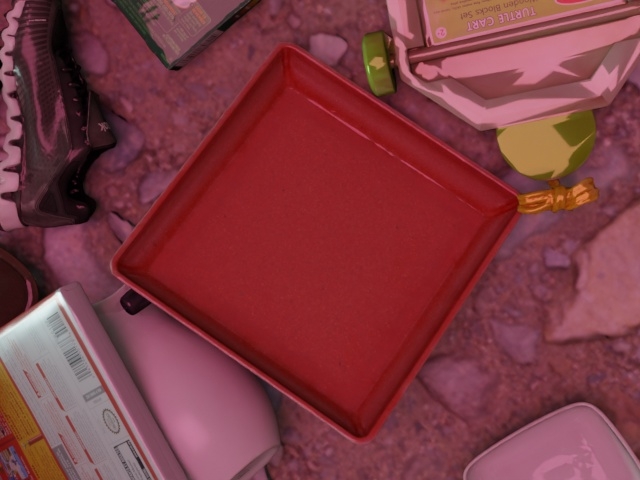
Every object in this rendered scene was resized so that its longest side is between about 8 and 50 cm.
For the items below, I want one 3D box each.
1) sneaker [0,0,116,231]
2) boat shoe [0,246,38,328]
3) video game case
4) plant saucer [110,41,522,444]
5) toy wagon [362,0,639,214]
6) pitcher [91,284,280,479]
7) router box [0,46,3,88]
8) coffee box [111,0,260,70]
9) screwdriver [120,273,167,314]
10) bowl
[{"bbox_3d":[-0.232,-0.118,1.064,0.106,0.078,0.234,7,99,6],"label":"sneaker"},{"bbox_3d":[-0.413,0.030,1.093,0.307,0.104,0.110,9,87,-9],"label":"boat shoe"},{"bbox_3d":[-0.250,0.177,1.048,0.285,0.025,0.204,-30,89,39],"label":"video game case"},{"bbox_3d":[0.000,0.000,1.007,0.259,0.048,0.258,34,74,5],"label":"plant saucer"},{"bbox_3d":[0.165,-0.192,0.993,0.267,0.068,0.344,-11,93,11],"label":"toy wagon"},{"bbox_3d":[-0.113,0.111,1.047,0.178,0.125,0.207,-40,76,-5],"label":"pitcher"},{"bbox_3d":[-0.391,-0.159,1.100,0.179,0.046,0.133,32,99,6],"label":"router box"},{"bbox_3d":[-0.096,-0.248,1.046,0.184,0.040,0.113,-40,88,11],"label":"coffee box"},{"bbox_3d":[-0.107,0.011,1.043,0.170,0.025,0.024,-37,65,-27],"label":"screwdriver"},{"bbox_3d":[0.210,0.218,1.025,0.142,0.053,0.142,-32,88,11],"label":"bowl"}]
